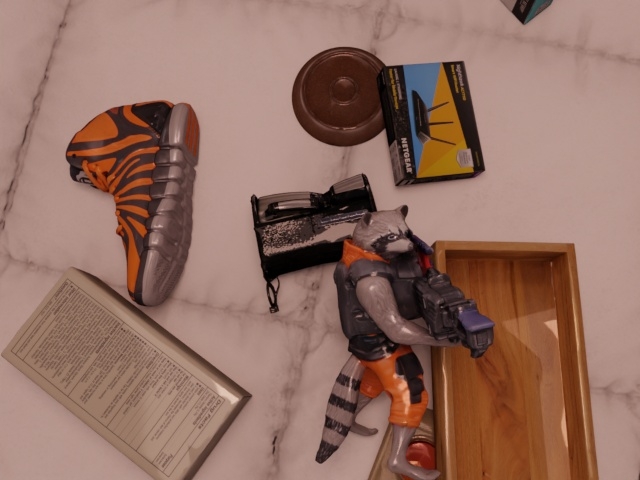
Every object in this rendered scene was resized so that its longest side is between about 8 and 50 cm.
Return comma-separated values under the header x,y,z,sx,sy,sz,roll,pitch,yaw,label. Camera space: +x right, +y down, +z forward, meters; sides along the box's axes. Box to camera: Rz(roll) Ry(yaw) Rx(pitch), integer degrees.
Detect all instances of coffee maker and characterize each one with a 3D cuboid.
x,y,z,sx,sy,sz,roll,pitch,yaw,label
0.000,0.000,1.054,0.178,0.120,0.171,-10,99,2,coffee maker

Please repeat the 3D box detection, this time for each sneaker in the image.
x,y,z,sx,sy,sz,roll,pitch,yaw,label
-0.290,-0.058,1.077,0.180,0.124,0.321,2,68,7,sneaker

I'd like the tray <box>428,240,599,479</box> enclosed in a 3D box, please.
x,y,z,sx,sy,sz,roll,pitch,yaw,label
0.259,0.209,0.989,0.202,0.076,0.411,1,74,-5,tray

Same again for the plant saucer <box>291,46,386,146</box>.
x,y,z,sx,sy,sz,roll,pitch,yaw,label
0.037,-0.232,1.130,0.168,0.029,0.168,0,78,2,plant saucer

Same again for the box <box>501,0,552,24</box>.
x,y,z,sx,sy,sz,roll,pitch,yaw,label
0.272,-0.464,1.126,0.060,0.100,0.244,-38,80,-5,box

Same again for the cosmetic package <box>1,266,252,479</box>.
x,y,z,sx,sy,sz,roll,pitch,yaw,label
-0.269,0.192,1.020,0.309,0.113,0.160,36,83,8,cosmetic package

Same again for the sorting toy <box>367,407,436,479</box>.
x,y,z,sx,sy,sz,roll,pitch,yaw,label
0.213,0.383,0.996,0.307,0.041,0.229,21,81,6,sorting toy

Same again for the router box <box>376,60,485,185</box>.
x,y,z,sx,sy,sz,roll,pitch,yaw,label
0.166,-0.179,1.091,0.133,0.046,0.179,-7,80,-12,router box

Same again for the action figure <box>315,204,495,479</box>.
x,y,z,sx,sy,sz,roll,pitch,yaw,label
0.083,0.121,0.887,0.178,0.341,0.330,-1,93,-7,action figure
